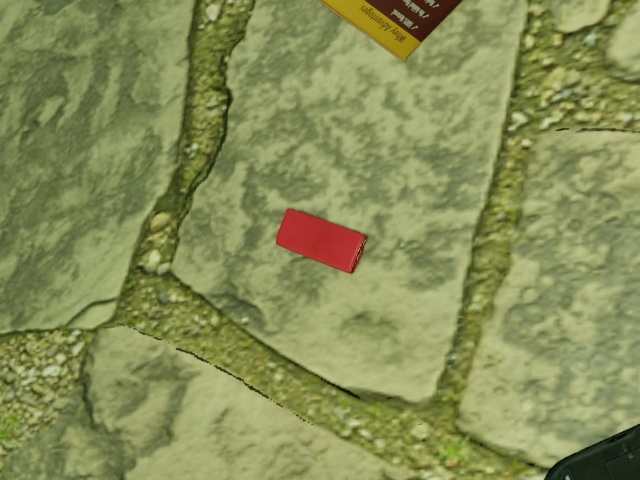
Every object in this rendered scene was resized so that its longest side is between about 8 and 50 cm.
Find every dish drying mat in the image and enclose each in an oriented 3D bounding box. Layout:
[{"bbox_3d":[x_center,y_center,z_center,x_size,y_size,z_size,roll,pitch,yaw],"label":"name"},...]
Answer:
[{"bbox_3d":[0.000,0.000,1.184,0.083,0.008,0.032,21,87,40],"label":"dish drying mat"}]

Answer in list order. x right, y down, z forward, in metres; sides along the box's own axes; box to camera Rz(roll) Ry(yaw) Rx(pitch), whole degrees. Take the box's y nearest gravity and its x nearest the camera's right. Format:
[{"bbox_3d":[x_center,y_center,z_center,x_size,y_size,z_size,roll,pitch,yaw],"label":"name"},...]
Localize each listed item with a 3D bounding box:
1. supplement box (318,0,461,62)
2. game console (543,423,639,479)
[{"bbox_3d":[0.048,-0.272,1.131,0.194,0.191,0.129,-45,51,14],"label":"supplement box"},{"bbox_3d":[0.282,0.103,0.880,0.361,0.044,0.213,-30,69,28],"label":"game console"}]
